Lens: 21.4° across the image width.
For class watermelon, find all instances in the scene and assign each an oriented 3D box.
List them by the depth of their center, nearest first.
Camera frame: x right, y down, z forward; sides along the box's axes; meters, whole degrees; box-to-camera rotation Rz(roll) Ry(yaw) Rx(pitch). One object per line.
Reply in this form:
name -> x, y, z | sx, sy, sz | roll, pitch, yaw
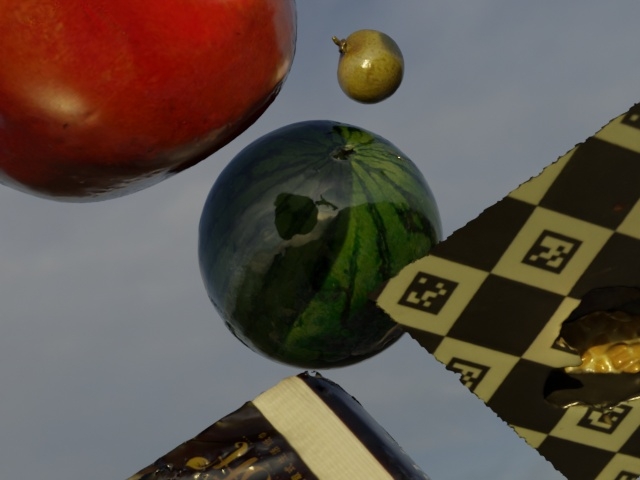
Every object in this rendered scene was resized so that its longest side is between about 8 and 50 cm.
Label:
watermelon -> -0.001, 0.004, 1.625 | 0.242, 0.242, 0.242 | -21, -19, -8

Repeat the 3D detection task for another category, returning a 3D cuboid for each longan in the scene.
longan -> 0.042, -0.171, 1.643 | 0.083, 0.075, 0.075 | 32, -49, -24

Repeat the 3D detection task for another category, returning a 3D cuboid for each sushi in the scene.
sushi -> 0.206, 0.004, 0.947 | 0.290, 0.050, 0.264 | -34, -52, 18

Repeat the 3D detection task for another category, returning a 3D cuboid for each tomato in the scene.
tomato -> -0.177, -0.185, 1.249 | 0.293, 0.325, 0.290 | -6, 37, 49

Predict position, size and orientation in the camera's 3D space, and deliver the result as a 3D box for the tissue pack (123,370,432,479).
tissue pack -> 0.040, 0.266, 1.039 | 0.198, 0.370, 0.210 | -37, -46, -6
